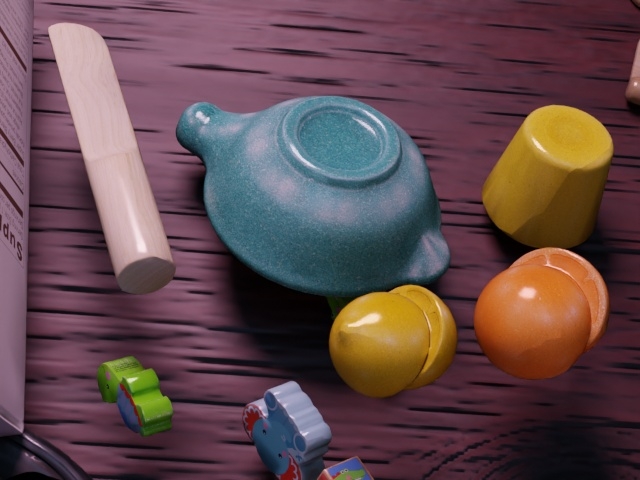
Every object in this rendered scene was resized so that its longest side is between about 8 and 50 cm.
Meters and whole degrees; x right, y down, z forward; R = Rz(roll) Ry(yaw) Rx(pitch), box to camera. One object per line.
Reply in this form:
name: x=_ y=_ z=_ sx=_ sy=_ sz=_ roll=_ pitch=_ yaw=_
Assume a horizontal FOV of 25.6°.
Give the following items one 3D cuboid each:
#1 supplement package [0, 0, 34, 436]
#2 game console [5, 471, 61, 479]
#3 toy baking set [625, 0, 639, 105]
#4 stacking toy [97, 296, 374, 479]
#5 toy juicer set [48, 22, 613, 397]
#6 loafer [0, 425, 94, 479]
supplement package: x=-0.254 y=-0.055 z=0.691 sx=0.177 sy=0.175 sz=0.293 roll=-9 pitch=61 yaw=8
game console: x=-0.247 y=0.225 z=0.588 sx=0.361 sy=0.213 sz=0.044 roll=-43 pitch=118 yaw=-24
toy baking set: x=0.311 y=-0.134 z=0.894 sx=0.256 sy=0.030 sz=0.196 roll=-4 pitch=65 yaw=-8
stacking toy: x=0.004 y=0.128 z=0.711 sx=0.167 sy=0.052 sz=0.221 roll=-15 pitch=59 yaw=-36
toy juicer set: x=0.000 y=0.000 z=0.755 sx=0.329 sy=0.089 sz=0.209 roll=10 pitch=47 yaw=-6
loafer: x=-0.135 y=0.141 z=0.705 sx=0.170 sy=0.062 sz=0.061 roll=30 pitch=70 yaw=9
